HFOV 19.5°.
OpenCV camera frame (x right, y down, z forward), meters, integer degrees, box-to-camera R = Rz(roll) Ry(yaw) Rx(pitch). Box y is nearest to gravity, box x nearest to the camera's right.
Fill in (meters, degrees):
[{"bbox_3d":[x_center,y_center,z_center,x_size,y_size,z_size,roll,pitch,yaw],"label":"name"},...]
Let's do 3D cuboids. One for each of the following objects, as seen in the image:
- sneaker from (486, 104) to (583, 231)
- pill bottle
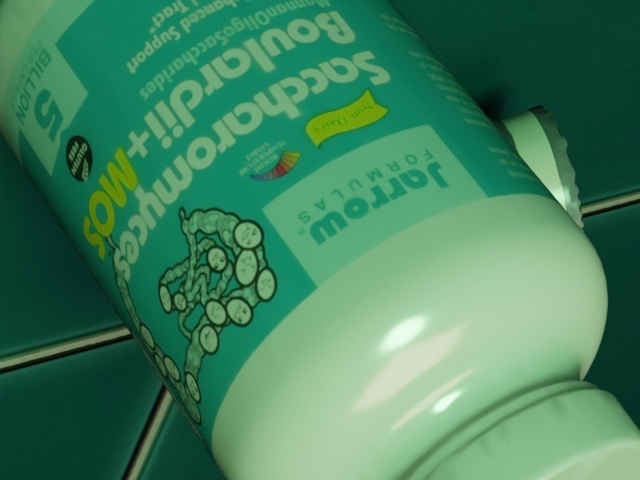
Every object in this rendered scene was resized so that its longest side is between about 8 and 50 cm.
[{"bbox_3d":[0.039,0.050,0.965,0.131,0.112,0.319,-9,142,-13],"label":"sneaker"},{"bbox_3d":[0.000,0.000,0.646,0.146,0.264,0.146,-28,151,-17],"label":"pill bottle"}]
